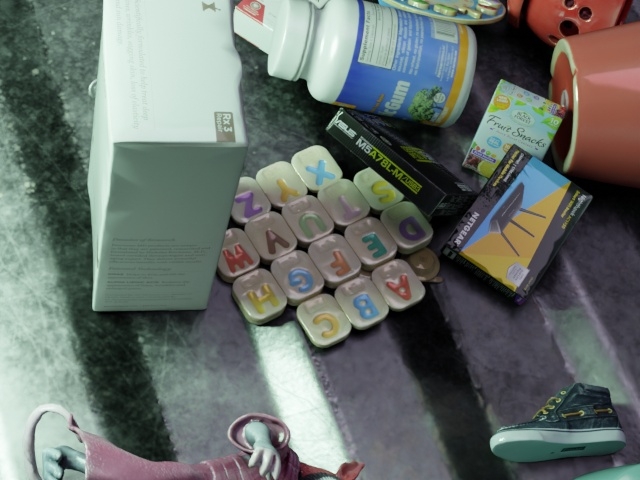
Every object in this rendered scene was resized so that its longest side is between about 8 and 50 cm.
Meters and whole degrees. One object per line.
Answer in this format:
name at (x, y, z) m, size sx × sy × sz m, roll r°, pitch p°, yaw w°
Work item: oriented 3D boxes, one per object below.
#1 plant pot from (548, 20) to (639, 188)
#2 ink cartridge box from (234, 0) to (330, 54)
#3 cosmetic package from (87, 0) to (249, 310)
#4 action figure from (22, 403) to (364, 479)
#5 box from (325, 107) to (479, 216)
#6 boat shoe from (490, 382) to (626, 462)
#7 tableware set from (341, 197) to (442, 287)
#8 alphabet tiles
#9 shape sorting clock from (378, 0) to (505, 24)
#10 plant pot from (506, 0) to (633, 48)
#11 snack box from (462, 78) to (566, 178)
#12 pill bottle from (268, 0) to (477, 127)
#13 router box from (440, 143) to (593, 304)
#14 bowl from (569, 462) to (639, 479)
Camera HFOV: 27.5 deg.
plant pot at (0.458, -0.192, 1.848) m, size 0.243 × 0.275 × 0.275 m, roll -1°, pitch 58°, yaw -1°
ink cartridge box at (-0.052, -0.343, 1.947) m, size 0.099 × 0.056 × 0.135 m, roll 33°, pitch 58°, yaw 11°
cosmetic package at (-0.192, -0.093, 1.561) m, size 0.156 × 0.385 × 0.217 m, roll -1°, pitch 58°, yaw -12°
action figure at (-0.123, 0.308, 1.482) m, size 0.370 × 0.248 × 0.275 m, roll -6°, pitch 16°, yaw -29°
box at (0.114, -0.103, 1.766) m, size 0.184 × 0.190 × 0.045 m, roll 39°, pitch 103°, yaw 16°
boat shoe at (0.292, 0.228, 1.652) m, size 0.183 × 0.065 × 0.083 m, roll 1°, pitch 56°, yaw -19°
tableware set at (0.093, 0.000, 1.780) m, size 0.141 × 0.020 × 0.169 m, roll -3°, pitch 60°, yaw -13°
alphabet tiles at (0.000, 0.000, 1.742) m, size 0.284 × 0.021 × 0.278 m, roll -24°, pitch 64°, yaw -18°
shape sorting clock at (0.178, -0.367, 1.966) m, size 0.206 × 0.040 × 0.206 m, roll 6°, pitch 26°, yaw -3°
plant pot at (0.383, -0.376, 1.984) m, size 0.174 × 0.191 × 0.191 m, roll 21°, pitch 56°, yaw 12°
snack box at (0.269, -0.144, 1.832) m, size 0.100 × 0.141 × 0.037 m, roll 24°, pitch 41°, yaw 4°
pill bottle at (0.069, -0.257, 1.844) m, size 0.272 × 0.152 × 0.152 m, roll 10°, pitch 56°, yaw -12°
router box at (0.267, -0.022, 1.779) m, size 0.133 × 0.046 × 0.179 m, roll 34°, pitch 74°, yaw 4°
bowl at (0.402, 0.381, 1.514) m, size 0.311 × 0.163 × 0.312 m, roll 6°, pitch 57°, yaw -9°
